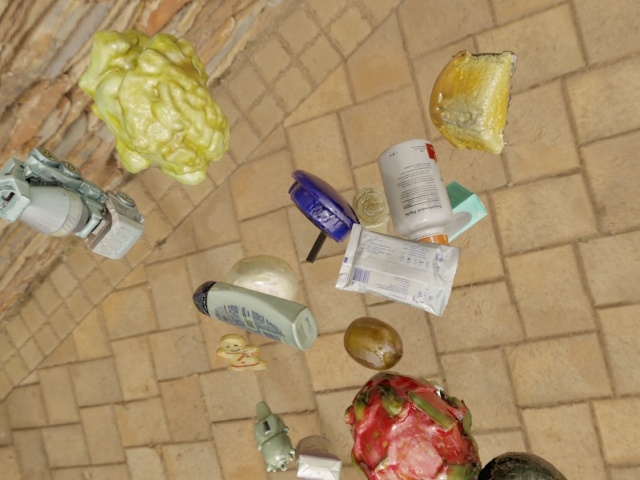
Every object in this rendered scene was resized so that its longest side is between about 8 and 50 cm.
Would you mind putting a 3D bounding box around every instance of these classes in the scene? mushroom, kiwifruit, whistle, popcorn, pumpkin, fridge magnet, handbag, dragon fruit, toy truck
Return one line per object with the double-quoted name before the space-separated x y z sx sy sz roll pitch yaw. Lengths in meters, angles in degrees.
"mushroom" -0.195 0.148 1.505 0.245 0.202 0.246 2 122 4
"kiwifruit" 0.205 0.394 1.663 0.233 0.196 0.196 18 101 32
"whistle" -0.145 0.585 1.315 0.110 0.244 0.092 -34 126 -7
"popcorn" -0.258 -0.213 0.698 0.256 0.255 0.195 36 68 25
"pumpkin" 0.341 0.443 0.724 0.167 0.125 0.167 1 93 9
"fridge magnet" 0.014 -0.091 1.212 0.265 0.265 0.113 44 94 12
"handbag" -0.010 0.586 1.168 0.117 0.173 0.095 11 80 -3
"dragon fruit" 0.189 0.409 0.902 0.302 0.237 0.231 24 93 39
"toy truck" -0.425 -0.050 0.746 0.108 0.256 0.140 -47 53 5

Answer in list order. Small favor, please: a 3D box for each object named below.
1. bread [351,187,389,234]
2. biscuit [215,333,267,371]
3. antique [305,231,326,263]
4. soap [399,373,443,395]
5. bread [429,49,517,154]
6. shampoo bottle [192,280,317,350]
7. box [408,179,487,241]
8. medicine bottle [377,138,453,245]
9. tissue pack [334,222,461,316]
"bread" 0.169 -0.085 1.484 0.133 0.141 0.148 -13 67 2
"biscuit" -0.271 0.380 1.459 0.153 0.234 0.030 -6 48 3
"antique" 0.000 0.000 1.604 0.031 0.015 0.192 11 61 33
"soap" 0.337 0.530 1.533 0.159 0.265 0.088 9 78 13
"bread" 0.377 -0.348 1.135 0.204 0.162 0.262 26 136 45
"shampoo bottle" -0.178 0.169 1.081 0.359 0.078 0.134 9 133 36
"box" 0.486 -0.086 1.777 0.311 0.205 0.118 -38 111 8
"medicine bottle" 0.257 -0.108 1.158 0.156 0.157 0.289 -17 76 20
"tissue pack" 0.133 0.048 0.756 0.192 0.026 0.123 14 79 14
